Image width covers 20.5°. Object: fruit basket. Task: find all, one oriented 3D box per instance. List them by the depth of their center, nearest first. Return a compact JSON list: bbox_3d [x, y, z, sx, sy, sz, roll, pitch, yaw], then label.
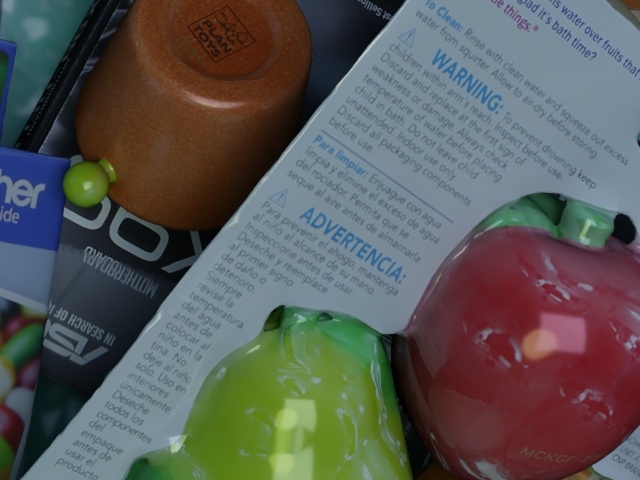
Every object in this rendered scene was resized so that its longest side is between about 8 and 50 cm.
[{"bbox_3d":[0.053,0.082,0.739,0.327,0.165,0.353,33,94,-35],"label":"fruit basket"}]

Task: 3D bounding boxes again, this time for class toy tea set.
[{"bbox_3d":[0.031,-0.100,0.793,0.336,0.124,0.200,2,64,-16],"label":"toy tea set"}]

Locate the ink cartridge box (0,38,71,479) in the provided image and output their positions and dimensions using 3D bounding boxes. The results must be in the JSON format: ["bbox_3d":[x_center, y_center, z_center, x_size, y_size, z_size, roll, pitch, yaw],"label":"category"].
[{"bbox_3d":[-0.200,0.054,0.694,0.186,0.065,0.311,12,83,-45],"label":"ink cartridge box"}]

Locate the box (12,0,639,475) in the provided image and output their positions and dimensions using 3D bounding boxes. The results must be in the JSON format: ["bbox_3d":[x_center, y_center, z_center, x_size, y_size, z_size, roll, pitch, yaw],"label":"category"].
[{"bbox_3d":[0.000,0.000,0.869,0.307,0.076,0.242,30,84,-18],"label":"box"}]
